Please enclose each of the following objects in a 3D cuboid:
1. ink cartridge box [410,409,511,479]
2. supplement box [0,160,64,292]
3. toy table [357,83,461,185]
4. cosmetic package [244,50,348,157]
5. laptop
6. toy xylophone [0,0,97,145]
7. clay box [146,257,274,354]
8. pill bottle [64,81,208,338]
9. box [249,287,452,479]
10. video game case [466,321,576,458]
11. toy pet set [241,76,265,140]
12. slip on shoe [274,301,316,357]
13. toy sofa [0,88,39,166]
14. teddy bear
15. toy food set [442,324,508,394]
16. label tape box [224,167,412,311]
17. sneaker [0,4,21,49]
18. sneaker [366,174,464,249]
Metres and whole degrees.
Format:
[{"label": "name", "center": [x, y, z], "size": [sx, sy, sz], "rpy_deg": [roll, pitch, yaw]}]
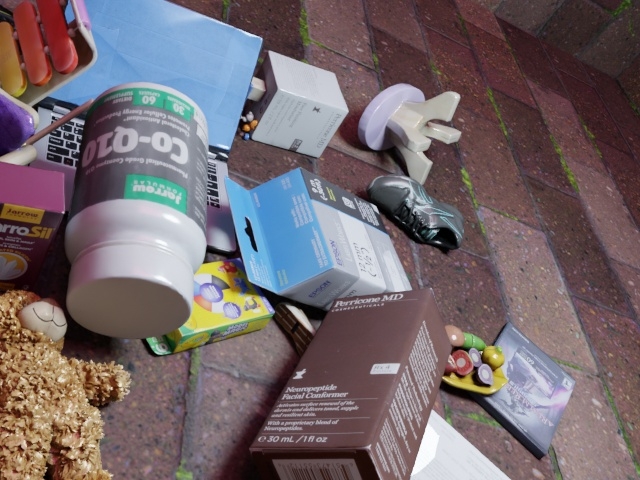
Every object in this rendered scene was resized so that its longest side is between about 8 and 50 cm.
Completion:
[{"label": "ink cartridge box", "center": [0.149, 0.475, 1.097], "size": [0.308, 0.091, 0.385], "rpy_deg": [42, 53, 6]}, {"label": "supplement box", "center": [-0.436, -0.015, 1.030], "size": [0.104, 0.188, 0.081], "rpy_deg": [11, 44, -31]}, {"label": "toy table", "center": [0.234, -0.281, 1.853], "size": [0.161, 0.252, 0.274], "rpy_deg": [33, 42, 24]}, {"label": "cosmetic package", "center": [-0.061, -0.311, 1.691], "size": [0.183, 0.151, 0.151], "rpy_deg": [12, 43, -28]}, {"label": "laptop", "center": [-0.300, -0.232, 1.339], "size": [0.381, 0.236, 0.408], "rpy_deg": [14, 42, -27]}, {"label": "toy xylophone", "center": [-0.490, -0.274, 1.214], "size": [0.236, 0.322, 0.081], "rpy_deg": [58, 9, 28]}, {"label": "clay box", "center": [-0.197, 0.105, 1.209], "size": [0.222, 0.053, 0.127], "rpy_deg": [-10, 56, -46]}, {"label": "pill bottle", "center": [-0.274, -0.048, 1.113], "size": [0.204, 0.204, 0.361], "rpy_deg": [15, 49, -26]}, {"label": "box", "center": [0.065, 0.236, 1.136], "size": [0.381, 0.191, 0.143], "rpy_deg": [-55, 130, -55]}, {"label": "video game case", "center": [0.422, 0.301, 1.527], "size": [0.196, 0.026, 0.274], "rpy_deg": [43, 36, 8]}, {"label": "toy pet set", "center": [-0.173, -0.308, 1.625], "size": [0.065, 0.114, 0.122], "rpy_deg": [15, 42, -27]}, {"label": "slip on shoe", "center": [-0.029, 0.163, 1.292], "size": [0.135, 0.051, 0.041], "rpy_deg": [48, 25, 24]}, {"label": "toy sofa", "center": [-0.615, -0.202, 1.100], "size": [0.362, 0.177, 0.150], "rpy_deg": [40, 36, 2]}, {"label": "teddy bear", "center": [-0.355, 0.199, 0.931], "size": [0.245, 0.113, 0.338], "rpy_deg": [19, 40, -26]}, {"label": "toy food set", "center": [0.278, 0.220, 1.428], "size": [0.217, 0.071, 0.128], "rpy_deg": [15, 37, -17]}, {"label": "label tape box", "center": [0.000, 0.000, 1.371], "size": [0.347, 0.115, 0.249], "rpy_deg": [25, 35, -43]}, {"label": "sneaker", "center": [-0.664, -0.432, 1.415], "size": [0.234, 0.084, 0.097], "rpy_deg": [30, 13, -11]}, {"label": "sneaker", "center": [0.227, -0.065, 1.703], "size": [0.267, 0.101, 0.106], "rpy_deg": [24, 41, -17]}]
